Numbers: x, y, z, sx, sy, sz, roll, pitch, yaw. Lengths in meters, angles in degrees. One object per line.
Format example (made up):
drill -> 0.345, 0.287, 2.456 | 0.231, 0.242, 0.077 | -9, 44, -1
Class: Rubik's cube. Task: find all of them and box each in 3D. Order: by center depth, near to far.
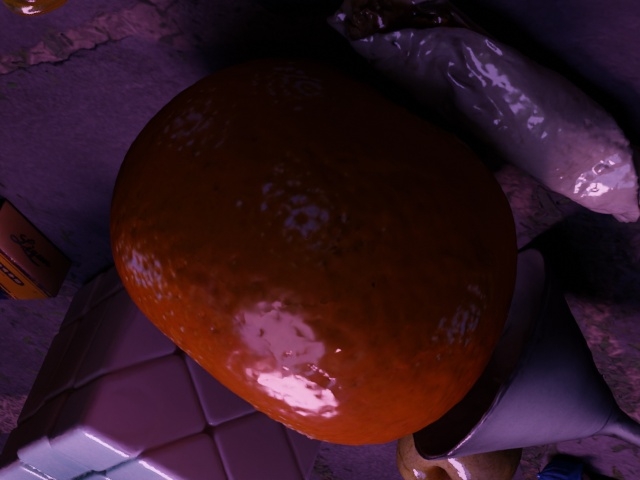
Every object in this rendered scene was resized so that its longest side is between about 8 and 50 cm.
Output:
Rubik's cube -> -0.196, 0.222, 1.867 | 0.322, 0.318, 0.316 | 32, 147, -18

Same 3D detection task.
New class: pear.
pear -> 0.187, 0.278, 1.900 | 0.167, 0.136, 0.167 | 18, 148, 12

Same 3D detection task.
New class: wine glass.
wine glass -> 0.340, 0.209, 1.575 | 0.406, 0.267, 0.267 | 28, 149, -13

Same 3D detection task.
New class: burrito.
burrito -> 0.187, -0.128, 1.321 | 0.392, 0.076, 0.117 | 32, 142, -21

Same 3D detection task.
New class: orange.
orange -> 0.000, 0.000, 1.363 | 0.424, 0.326, 0.424 | 38, -179, -1

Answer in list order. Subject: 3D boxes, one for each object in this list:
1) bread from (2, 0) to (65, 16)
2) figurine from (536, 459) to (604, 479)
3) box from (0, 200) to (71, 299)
bread -> -0.278, -0.269, 1.371 | 0.083, 0.094, 0.157 | 28, 141, -2
figurine -> 0.371, 0.355, 1.985 | 0.136, 0.077, 0.079 | 25, -172, -36
box -> -0.491, 0.018, 1.978 | 0.237, 0.070, 0.152 | -1, 143, 37
